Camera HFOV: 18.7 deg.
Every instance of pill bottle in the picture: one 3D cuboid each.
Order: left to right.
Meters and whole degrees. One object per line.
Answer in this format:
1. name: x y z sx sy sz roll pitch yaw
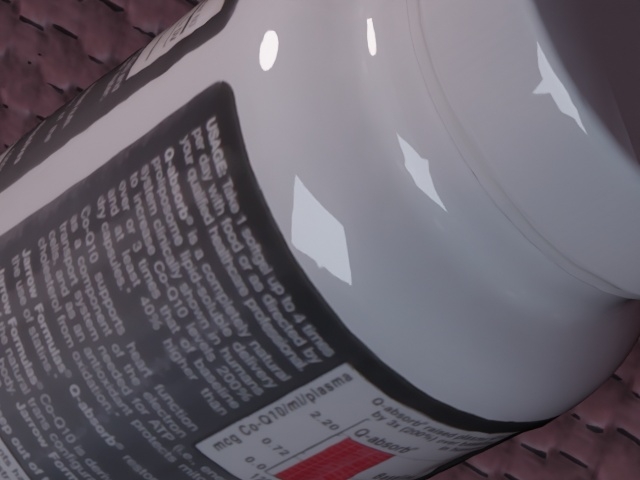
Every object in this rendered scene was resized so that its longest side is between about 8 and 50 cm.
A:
1. pill bottle: 0.000 0.000 0.592 0.278 0.162 0.162 -30 91 38
